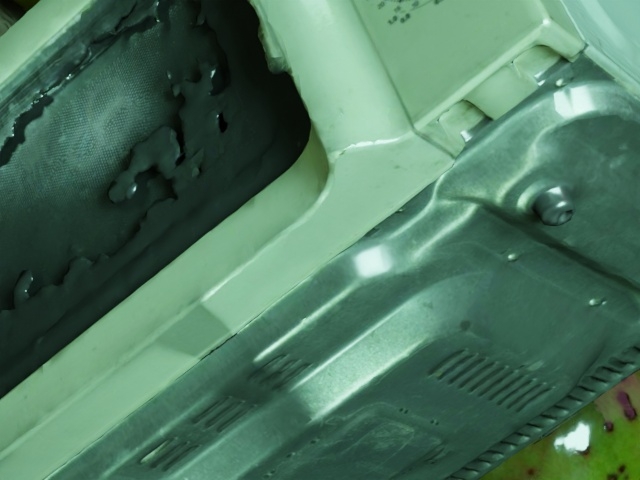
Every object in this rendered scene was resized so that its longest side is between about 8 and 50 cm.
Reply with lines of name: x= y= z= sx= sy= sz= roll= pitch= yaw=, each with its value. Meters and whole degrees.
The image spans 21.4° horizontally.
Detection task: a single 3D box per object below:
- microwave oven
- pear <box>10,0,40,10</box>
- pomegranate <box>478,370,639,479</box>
microwave oven: x=0.000 y=0.000 z=0.763 sx=0.286 sy=0.355 sz=0.218 roll=28 pitch=32 yaw=-47
pear: x=-0.162 y=-0.233 z=1.054 sx=0.198 sy=0.198 sz=0.198 roll=42 pitch=23 yaw=-23
pomegranate: x=0.161 y=0.148 z=1.115 sx=0.202 sy=0.202 sz=0.248 roll=-75 pitch=151 yaw=-64
